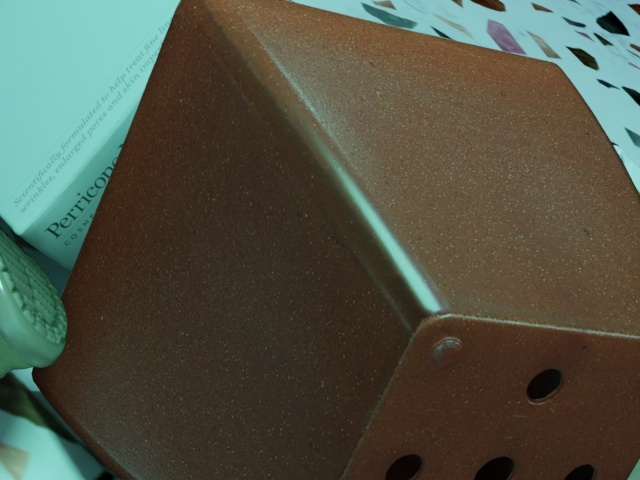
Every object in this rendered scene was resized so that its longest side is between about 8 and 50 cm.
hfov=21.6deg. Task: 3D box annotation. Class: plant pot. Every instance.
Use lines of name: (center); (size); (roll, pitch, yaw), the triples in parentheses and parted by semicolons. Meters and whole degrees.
plant pot: (0.037, 0.054, 0.901); (0.267, 0.267, 0.235); (8, 29, -33)

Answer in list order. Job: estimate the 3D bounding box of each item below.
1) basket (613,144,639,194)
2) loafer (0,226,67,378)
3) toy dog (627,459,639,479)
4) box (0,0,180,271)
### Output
basket: (0.187, -0.020, 1.362); (0.167, 0.103, 0.113); (10, 32, -33)
loafer: (-0.234, 0.000, 0.940); (0.268, 0.092, 0.102); (43, -7, 40)
toy dog: (0.274, 0.098, 1.178); (0.334, 0.161, 0.220); (2, 38, -41)
box: (-0.135, -0.086, 1.038); (0.182, 0.181, 0.119); (41, 1, 42)
